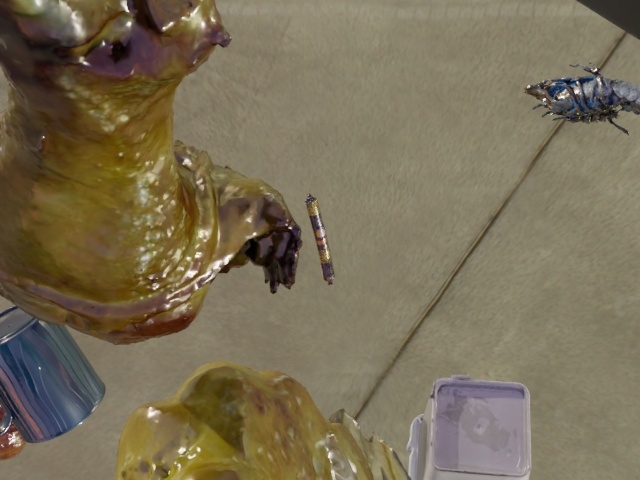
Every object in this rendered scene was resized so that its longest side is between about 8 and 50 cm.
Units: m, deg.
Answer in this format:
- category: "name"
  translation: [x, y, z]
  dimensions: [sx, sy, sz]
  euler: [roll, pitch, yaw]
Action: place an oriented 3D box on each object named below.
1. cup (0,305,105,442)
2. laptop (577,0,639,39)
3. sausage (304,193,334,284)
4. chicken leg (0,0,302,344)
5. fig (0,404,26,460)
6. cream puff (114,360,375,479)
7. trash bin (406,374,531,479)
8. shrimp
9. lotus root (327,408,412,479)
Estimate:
- category: "cup"
  translation: [-0.350, 0.163, 1.016]
  dimensions: [0.113, 0.150, 0.138]
  euler: [-11, 117, 29]
- category: "laptop"
  translation: [0.312, -0.313, 0.982]
  dimensions: [0.180, 0.129, 0.016]
  euler: [39, 78, 18]
- category: "sausage"
  translation: [0.000, 0.000, 1.632]
  dimensions: [0.028, 0.025, 0.199]
  euler: [-27, 118, -30]
- category: "chicken leg"
  translation: [-0.102, -0.023, 0.462]
  dimensions: [0.211, 0.361, 0.140]
  euler: [14, 71, -22]
- category: "fig"
  translation: [-0.650, 0.344, 1.579]
  dimensions: [0.201, 0.146, 0.134]
  euler: [-10, 123, -13]
- category: "cream puff"
  translation: [-0.055, 0.233, 0.601]
  dimensions: [0.185, 0.282, 0.282]
  euler: [-33, 81, 14]
- category: "trash bin"
  translation: [0.290, 0.434, 1.625]
  dimensions: [0.255, 0.368, 0.296]
  euler: [5, 59, 7]
- category: "shrimp"
  translation: [0.306, -0.149, 0.926]
  dimensions: [0.174, 0.082, 0.076]
  euler: [28, 85, 38]
- category: "lotus root"
  translation: [0.068, 0.409, 1.206]
  dimensions: [0.142, 0.314, 0.210]
  euler: [-43, 124, 14]
